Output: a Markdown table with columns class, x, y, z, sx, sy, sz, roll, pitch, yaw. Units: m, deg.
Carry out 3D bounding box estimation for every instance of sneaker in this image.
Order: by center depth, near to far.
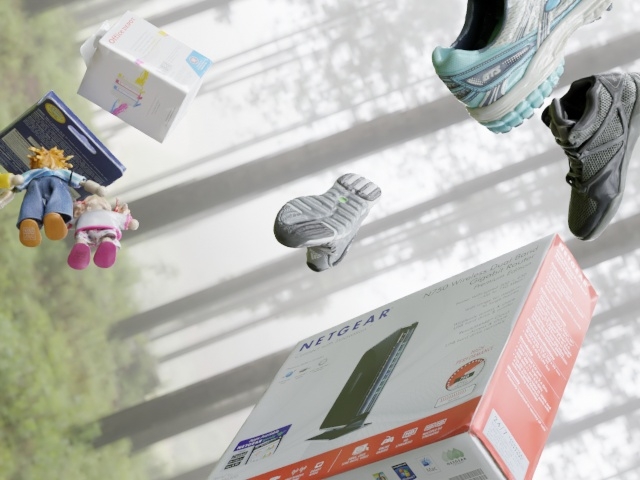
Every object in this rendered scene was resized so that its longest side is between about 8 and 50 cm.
| class | x | y | z | sx | sy | sz | roll | pitch | yaw |
| --- | --- | --- | --- | --- | --- | --- | --- | --- | --- |
| sneaker | 0.212 | -0.249 | 1.264 | 0.122 | 0.283 | 0.110 | 33 | -6 | -27 |
| sneaker | 0.329 | -0.108 | 1.646 | 0.087 | 0.130 | 0.227 | -123 | -140 | -55 |
| sneaker | 0.000 | 0.000 | 1.773 | 0.086 | 0.229 | 0.132 | 35 | -57 | 19 |

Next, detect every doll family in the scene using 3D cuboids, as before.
| class | x | y | z | sx | sy | sz | roll | pitch | yaw |
| --- | --- | --- | --- | --- | --- | --- | --- | --- | --- |
| doll family | -0.341 | -0.048 | 1.473 | 0.163 | 0.263 | 0.118 | -109 | -163 | -60 |

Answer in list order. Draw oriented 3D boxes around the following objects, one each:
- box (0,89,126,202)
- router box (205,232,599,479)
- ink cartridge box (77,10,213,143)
| class | x | y | z | sx | sy | sz | roll | pitch | yaw |
| --- | --- | --- | --- | --- | --- | --- | --- | --- | --- |
| box | -0.334 | -0.111 | 1.660 | 0.136 | 0.036 | 0.225 | 47 | -33 | -15 |
| router box | 0.065 | 0.156 | 1.194 | 0.082 | 0.335 | 0.301 | 54 | 36 | -14 |
| ink cartridge box | -0.226 | -0.208 | 1.612 | 0.090 | 0.143 | 0.092 | -57 | -177 | 38 |
